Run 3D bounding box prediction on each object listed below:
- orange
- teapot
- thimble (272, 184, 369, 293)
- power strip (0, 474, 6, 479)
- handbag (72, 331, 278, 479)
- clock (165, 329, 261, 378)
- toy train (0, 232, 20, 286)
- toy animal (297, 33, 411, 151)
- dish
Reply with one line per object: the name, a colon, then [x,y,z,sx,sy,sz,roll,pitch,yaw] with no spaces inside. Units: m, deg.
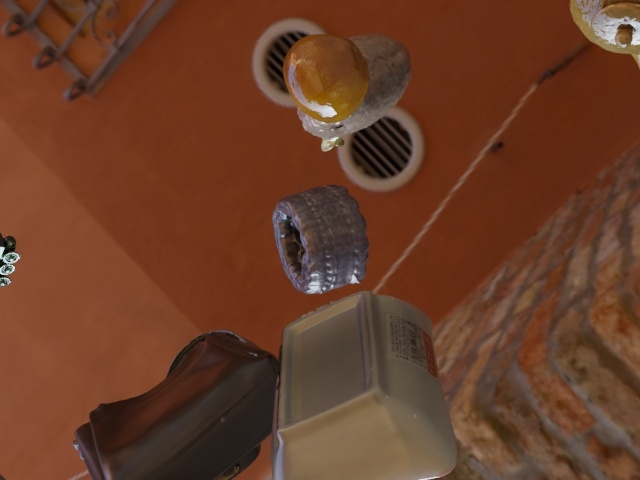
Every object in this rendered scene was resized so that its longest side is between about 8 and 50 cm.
orange: [0.013,-0.280,1.469,0.159,0.136,0.159,51,-159,-29]
teapot: [0.539,-0.415,1.525,0.311,0.203,0.167,44,-128,-39]
thimble: [0.000,-0.002,1.216,0.097,0.150,0.150,-15,-127,-20]
power strip: [-0.574,0.429,1.451,0.198,0.213,0.064,31,-129,23]
handbag: [-0.192,0.246,1.193,0.257,0.285,0.113,24,147,57]
clock: [-0.231,0.357,1.919,0.061,0.312,0.312,26,-153,-49]
toy train: [-0.810,0.051,2.122,0.111,0.170,0.071,5,-137,-37]
toy animal: [0.069,-0.331,1.839,0.358,0.226,0.188,-36,-87,-43]
dish: [0.021,0.121,0.715,0.077,0.151,0.212,57,-165,-24]
